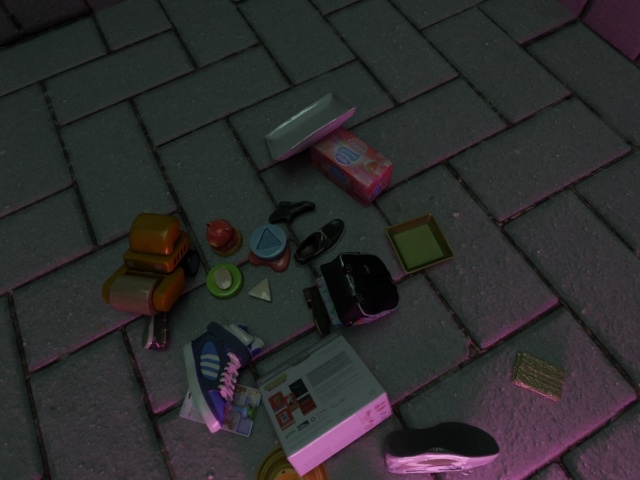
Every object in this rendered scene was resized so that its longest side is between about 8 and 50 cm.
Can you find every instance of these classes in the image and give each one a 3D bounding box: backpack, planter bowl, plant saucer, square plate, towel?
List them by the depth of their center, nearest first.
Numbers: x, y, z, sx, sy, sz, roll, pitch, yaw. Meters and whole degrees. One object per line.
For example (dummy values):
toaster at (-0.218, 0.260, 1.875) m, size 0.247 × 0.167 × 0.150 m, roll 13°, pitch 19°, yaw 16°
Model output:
planter bowl at (-0.085, 0.686, 1.151) m, size 0.216 × 0.090 × 0.218 m, roll -2°, pitch 65°, yaw 3°
towel at (0.669, 0.415, 1.267) m, size 0.147 × 0.027 × 0.110 m, roll 21°, pitch 67°, yaw 14°
backpack at (0.126, 0.155, 1.312) m, size 0.253 × 0.191 × 0.225 m, roll -5°, pitch 65°, yaw -45°
plant saucer at (0.347, 0.015, 1.462) m, size 0.188 × 0.045 × 0.189 m, roll -19°, pitch 65°, yaw -5°
square plate at (-0.047, -0.436, 1.578) m, size 0.347 × 0.049 × 0.344 m, roll -33°, pitch 31°, yaw 4°

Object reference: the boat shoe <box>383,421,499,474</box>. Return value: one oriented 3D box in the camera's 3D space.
boat shoe at (0.338, 0.599, 1.167) m, size 0.319 × 0.103 × 0.118 m, roll -5°, pitch 26°, yaw -2°

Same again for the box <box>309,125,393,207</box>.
box at (0.112, -0.289, 1.558) m, size 0.300 × 0.154 × 0.142 m, roll 41°, pitch 73°, yaw 18°

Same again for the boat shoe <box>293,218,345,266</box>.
boat shoe at (0.000, 0.000, 1.473) m, size 0.233 × 0.079 × 0.084 m, roll -40°, pitch 67°, yaw -16°

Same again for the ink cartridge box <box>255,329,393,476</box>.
ink cartridge box at (0.003, 0.456, 1.205) m, size 0.309 × 0.130 × 0.272 m, roll -29°, pitch 40°, yaw -11°

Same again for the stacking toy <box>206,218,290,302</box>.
stacking toy at (-0.270, 0.059, 1.432) m, size 0.308 × 0.130 × 0.280 m, roll 6°, pitch 65°, yaw 6°

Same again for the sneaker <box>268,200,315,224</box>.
sneaker at (-0.105, -0.100, 1.542) m, size 0.170 × 0.051 × 0.089 m, roll 2°, pitch 65°, yaw 10°

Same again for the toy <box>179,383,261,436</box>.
toy at (-0.312, 0.500, 1.270) m, size 0.236 × 0.056 × 0.137 m, roll 12°, pitch 65°, yaw 9°

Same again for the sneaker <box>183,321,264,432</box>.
sneaker at (-0.270, 0.381, 1.244) m, size 0.236 × 0.130 × 0.323 m, roll -23°, pitch 41°, yaw -13°

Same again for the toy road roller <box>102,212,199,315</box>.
toy road roller at (-0.551, 0.059, 1.346) m, size 0.202 × 0.241 × 0.330 m, roll 6°, pitch 34°, yaw 7°

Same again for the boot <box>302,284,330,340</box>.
boot at (0.024, 0.238, 1.358) m, size 0.106 × 0.082 × 0.220 m, roll -21°, pitch 64°, yaw -4°

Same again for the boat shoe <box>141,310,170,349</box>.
boat shoe at (-0.548, 0.259, 1.391) m, size 0.068 × 0.081 × 0.228 m, roll 23°, pitch 45°, yaw -35°
